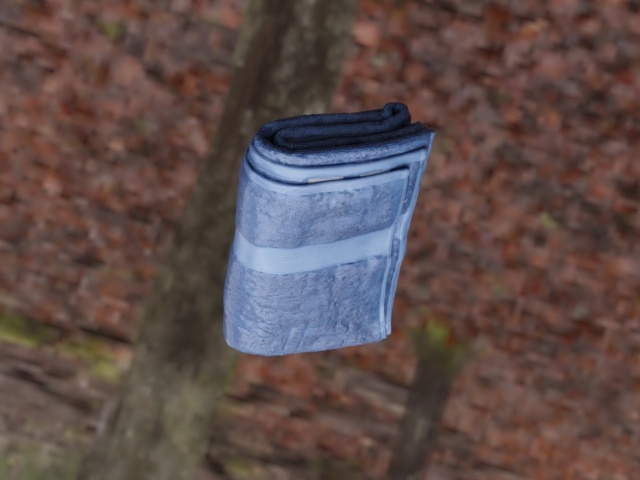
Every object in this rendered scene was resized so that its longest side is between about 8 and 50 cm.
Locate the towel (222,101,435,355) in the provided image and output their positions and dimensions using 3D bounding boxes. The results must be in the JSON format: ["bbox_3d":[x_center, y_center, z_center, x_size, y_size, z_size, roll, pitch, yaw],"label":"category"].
[{"bbox_3d":[0.000,0.000,0.678,0.067,0.029,0.119,-9,145,-15],"label":"towel"}]
